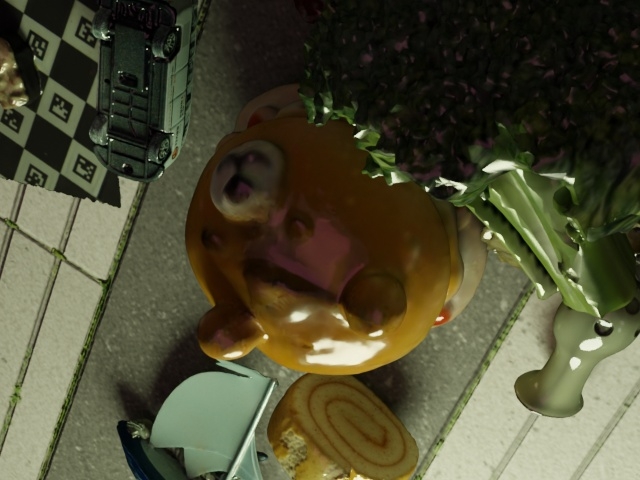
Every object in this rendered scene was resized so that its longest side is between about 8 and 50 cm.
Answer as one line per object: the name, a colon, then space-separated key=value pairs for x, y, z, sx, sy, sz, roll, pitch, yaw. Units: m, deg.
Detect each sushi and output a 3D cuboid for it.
sushi: x=-0.353 y=-0.168 z=1.462 sx=0.290 sy=0.050 sz=0.264 roll=12 pitch=120 yaw=22

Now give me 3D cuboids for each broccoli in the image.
broccoli: x=0.164 y=-0.108 z=0.974 sx=0.302 sy=0.249 sz=0.375 roll=32 pitch=175 yaw=-31

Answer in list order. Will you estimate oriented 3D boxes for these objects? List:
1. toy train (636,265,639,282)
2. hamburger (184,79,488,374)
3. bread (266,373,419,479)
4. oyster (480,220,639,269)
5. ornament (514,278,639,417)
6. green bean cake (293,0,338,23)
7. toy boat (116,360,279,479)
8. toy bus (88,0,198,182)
toy train: x=0.367 y=0.106 z=1.221 sx=0.252 sy=0.055 sz=0.048 roll=48 pitch=127 yaw=-3
hamburger: x=0.000 y=0.000 z=1.251 sx=0.276 sy=0.237 sz=0.276 roll=11 pitch=119 yaw=20
bread: x=0.017 y=0.207 z=1.418 sx=0.149 sy=0.122 sz=0.073 roll=46 pitch=134 yaw=11
oyster: x=0.254 y=-0.011 z=1.171 sx=0.232 sy=0.161 sz=0.107 roll=-16 pitch=76 yaw=15
ornament: x=0.239 y=0.088 z=1.271 sx=0.075 sy=0.081 sz=0.156 roll=4 pitch=132 yaw=-23
green bean cake: x=0.083 y=-0.199 z=1.182 sx=0.232 sy=0.097 sz=0.198 roll=36 pitch=127 yaw=6
toy boat: x=-0.106 y=0.244 z=1.524 sx=0.210 sy=0.070 sz=0.291 roll=52 pitch=133 yaw=-2
toy bus: x=-0.166 y=-0.156 z=1.343 sx=0.087 sy=0.089 sz=0.194 roll=18 pitch=122 yaw=17
